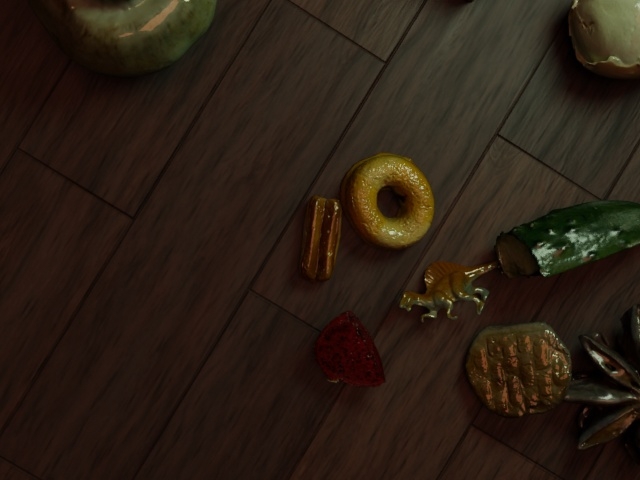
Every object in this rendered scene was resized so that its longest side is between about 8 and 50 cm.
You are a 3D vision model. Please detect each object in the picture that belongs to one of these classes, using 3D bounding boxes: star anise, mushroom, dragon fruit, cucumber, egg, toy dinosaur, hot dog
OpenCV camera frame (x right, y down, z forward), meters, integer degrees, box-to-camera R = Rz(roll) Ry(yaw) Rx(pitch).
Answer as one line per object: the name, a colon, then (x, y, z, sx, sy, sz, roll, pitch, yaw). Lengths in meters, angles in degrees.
star anise: (0.597, 0.275, 1.421, 0.331, 0.117, 0.332, -1, 98, -6)
mushroom: (-0.334, -0.454, 1.277, 0.351, 0.260, 0.353, 0, 90, 2)
dragon fruit: (0.045, 0.199, 1.404, 0.106, 0.083, 0.162, -25, 111, 14)
cucumber: (0.493, -0.018, 1.396, 0.325, 0.145, 0.105, -15, 91, -13)
egg: (0.581, -0.394, 1.375, 0.244, 0.201, 0.201, -4, 91, -16)
toy dinosaur: (0.250, 0.082, 1.433, 0.142, 0.057, 0.212, 28, 57, 12)
hot dog: (0.000, 0.000, 1.411, 0.071, 0.045, 0.165, 7, 90, -6)

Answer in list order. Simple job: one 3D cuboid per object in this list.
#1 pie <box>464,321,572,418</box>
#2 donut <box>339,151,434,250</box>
pie: (0.367, 0.242, 1.405, 0.195, 0.046, 0.195, -2, 86, 24)
donut: (0.128, -0.072, 1.405, 0.174, 0.074, 0.190, -14, 92, -4)
